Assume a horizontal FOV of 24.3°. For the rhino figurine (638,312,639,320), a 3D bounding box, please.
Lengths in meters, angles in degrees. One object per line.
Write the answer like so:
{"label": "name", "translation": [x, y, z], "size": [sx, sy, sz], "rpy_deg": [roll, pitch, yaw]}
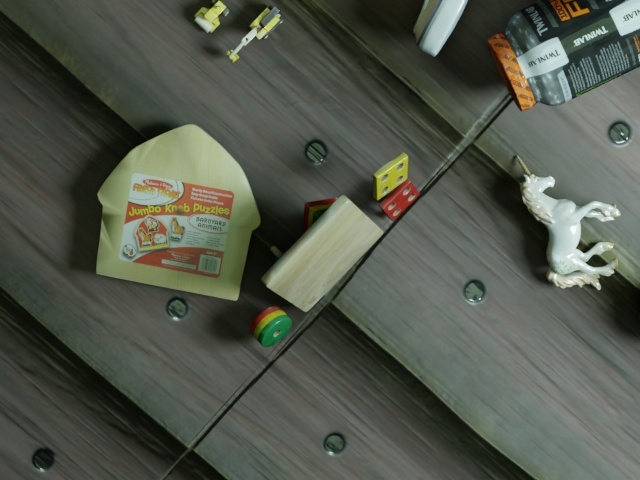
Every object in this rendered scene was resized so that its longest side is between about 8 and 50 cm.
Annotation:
{"label": "rhino figurine", "translation": [0.484, 0.088, 1.713], "size": [0.243, 0.106, 0.073], "rpy_deg": [7, 59, -1]}

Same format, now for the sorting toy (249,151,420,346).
{"label": "sorting toy", "translation": [0.000, 0.000, 1.700], "size": [0.274, 0.132, 0.046], "rpy_deg": [-46, 65, 3]}

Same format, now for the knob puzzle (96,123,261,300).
{"label": "knob puzzle", "translation": [-0.163, -0.041, 1.741], "size": [0.213, 0.030, 0.213], "rpy_deg": [0, 99, 2]}

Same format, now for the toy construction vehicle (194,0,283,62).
{"label": "toy construction vehicle", "translation": [-0.091, -0.265, 1.703], "size": [0.098, 0.035, 0.086], "rpy_deg": [-42, 95, 7]}

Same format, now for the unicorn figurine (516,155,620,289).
{"label": "unicorn figurine", "translation": [0.286, -0.017, 1.717], "size": [0.111, 0.060, 0.161], "rpy_deg": [-2, 98, 1]}

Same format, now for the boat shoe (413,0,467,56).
{"label": "boat shoe", "translation": [0.145, -0.341, 1.658], "size": [0.088, 0.096, 0.267], "rpy_deg": [21, 97, 2]}

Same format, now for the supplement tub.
{"label": "supplement tub", "translation": [0.290, -0.225, 1.658], "size": [0.190, 0.117, 0.117], "rpy_deg": [-26, 97, 4]}
